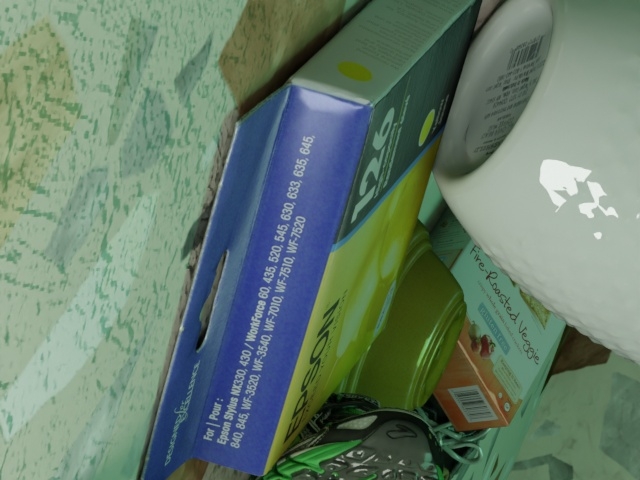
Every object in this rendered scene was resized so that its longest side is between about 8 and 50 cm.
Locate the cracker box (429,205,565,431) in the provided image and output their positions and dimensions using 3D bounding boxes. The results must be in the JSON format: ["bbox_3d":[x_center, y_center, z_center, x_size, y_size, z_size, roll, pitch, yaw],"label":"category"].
[{"bbox_3d":[0.164,0.047,1.866,0.155,0.067,0.232,57,44,-24],"label":"cracker box"}]

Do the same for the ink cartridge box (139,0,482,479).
[{"bbox_3d":[0.000,0.000,1.303,0.307,0.072,0.303,-51,162,-55],"label":"ink cartridge box"}]

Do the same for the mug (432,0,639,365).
[{"bbox_3d":[0.246,-0.049,1.492,0.276,0.328,0.374,-66,-161,-4],"label":"mug"}]

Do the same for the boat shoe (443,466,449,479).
[{"bbox_3d":[0.032,0.310,1.932,0.285,0.089,0.104,-58,165,-31],"label":"boat shoe"}]

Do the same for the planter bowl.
[{"bbox_3d":[0.064,0.080,1.648,0.217,0.090,0.217,-60,166,-24],"label":"planter bowl"}]

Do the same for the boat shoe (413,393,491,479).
[{"bbox_3d":[0.128,0.174,2.032,0.306,0.113,0.105,109,-4,-63],"label":"boat shoe"}]

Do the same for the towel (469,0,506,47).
[{"bbox_3d":[0.185,-0.262,1.615,0.317,0.053,0.332,-63,166,-13],"label":"towel"}]

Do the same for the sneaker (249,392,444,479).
[{"bbox_3d":[0.006,0.169,1.464,0.343,0.134,0.146,138,-29,-67],"label":"sneaker"}]
